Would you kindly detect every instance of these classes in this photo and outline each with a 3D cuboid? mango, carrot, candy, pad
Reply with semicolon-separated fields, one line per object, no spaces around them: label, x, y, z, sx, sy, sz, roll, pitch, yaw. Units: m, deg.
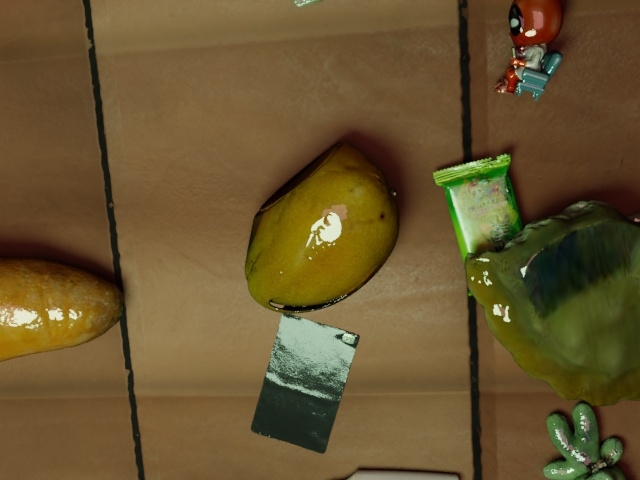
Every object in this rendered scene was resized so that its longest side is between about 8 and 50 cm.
mango;0.000;0.000;1.118;0.236;0.136;0.166;-38;98;18
carrot;-0.387;0.099;1.189;0.225;0.159;0.159;2;102;-2
candy;0.220;-0.019;1.135;0.102;0.032;0.178;-15;100;9
pad;-0.024;0.206;1.231;0.116;0.004;0.193;17;104;4

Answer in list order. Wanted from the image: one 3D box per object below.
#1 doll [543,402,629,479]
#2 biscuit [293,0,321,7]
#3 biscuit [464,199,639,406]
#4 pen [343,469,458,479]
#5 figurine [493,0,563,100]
doll;0.361;0.301;1.168;0.115;0.077;0.150;-25;86;1
biscuit;-0.007;-0.408;1.081;0.121;0.040;0.199;-16;100;13
biscuit;0.374;0.049;1.096;0.329;0.078;0.335;38;100;-12
pen;0.099;0.356;1.232;0.197;0.032;0.053;-1;103;5
figurine;0.264;-0.247;1.063;0.075;0.068;0.140;13;105;7
